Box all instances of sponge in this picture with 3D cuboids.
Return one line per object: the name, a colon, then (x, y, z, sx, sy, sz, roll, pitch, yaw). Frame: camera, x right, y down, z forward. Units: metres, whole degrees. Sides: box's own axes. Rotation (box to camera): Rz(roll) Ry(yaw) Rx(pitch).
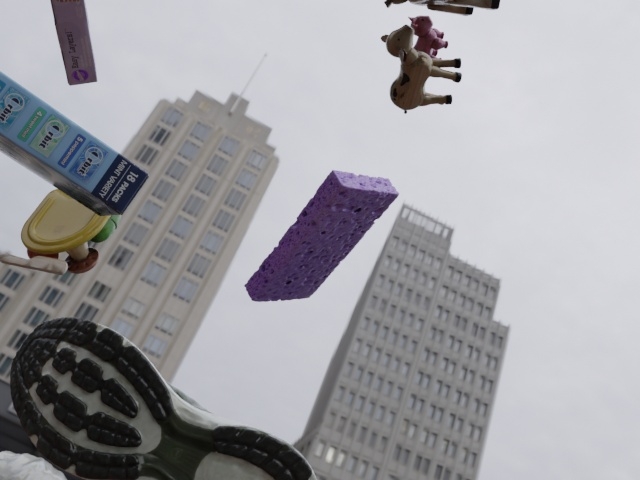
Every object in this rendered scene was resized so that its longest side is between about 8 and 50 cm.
sponge: (0.000, 0.000, 0.938, 0.117, 0.031, 0.210, 1, -43, -49)

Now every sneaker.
sneaker: (-0.189, 0.242, 0.879, 0.410, 0.158, 0.182, 32, -17, 9)

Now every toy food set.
toy food set: (-0.359, -0.009, 1.070, 0.128, 0.218, 0.071, 3, -47, 17)

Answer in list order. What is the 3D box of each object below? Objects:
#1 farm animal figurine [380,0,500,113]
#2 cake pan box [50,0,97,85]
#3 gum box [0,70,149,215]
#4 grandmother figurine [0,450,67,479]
farm animal figurine: (0.178, -0.411, 1.257, 0.172, 0.330, 0.327, 2, -7, -15)
cake pan box: (-0.511, -0.488, 1.485, 0.070, 0.245, 0.267, -8, -36, -13)
gum box: (-0.235, -0.086, 0.580, 0.184, 0.041, 0.157, 35, -12, -20)
grandmother figurine: (-0.222, 0.344, 0.630, 0.104, 0.208, 0.342, -13, -86, 62)
